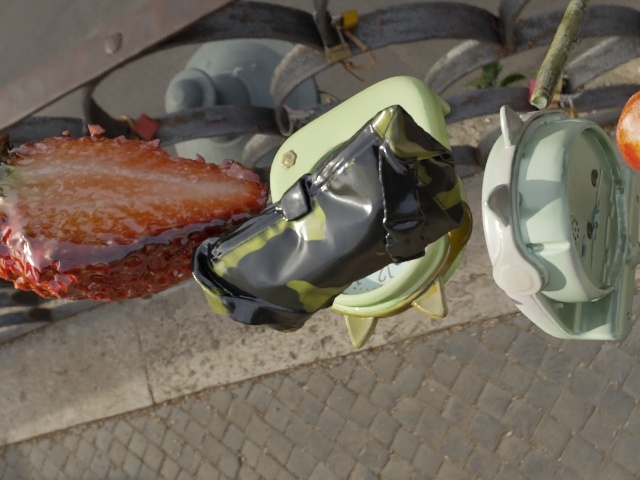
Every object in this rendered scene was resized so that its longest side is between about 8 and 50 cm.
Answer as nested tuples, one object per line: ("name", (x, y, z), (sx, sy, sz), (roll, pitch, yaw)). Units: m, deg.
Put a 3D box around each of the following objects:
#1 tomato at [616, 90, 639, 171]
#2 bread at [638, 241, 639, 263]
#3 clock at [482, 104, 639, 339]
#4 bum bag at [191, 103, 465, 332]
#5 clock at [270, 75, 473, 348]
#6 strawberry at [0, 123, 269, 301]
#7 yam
("tomato", (0.777, -0.238, 1.548), (0.140, 0.200, 0.233), (-35, 38, 44))
("bread", (0.585, -0.001, 1.507), (0.252, 0.174, 0.133), (23, 125, -3))
("clock", (0.309, -0.032, 0.848), (0.109, 0.324, 0.265), (-3, 64, 42))
("bum bag", (0.000, 0.000, 0.485), (0.232, 0.060, 0.107), (-34, 110, 31))
("clock", (0.079, -0.032, 0.941), (0.286, 0.117, 0.348), (-25, 65, 30))
("strawberry", (-0.176, -0.006, 0.570), (0.236, 0.175, 0.106), (20, 136, 9))
("yam", (0.286, -0.240, 0.760), (0.029, 0.027, 0.234), (17, 64, 24))
